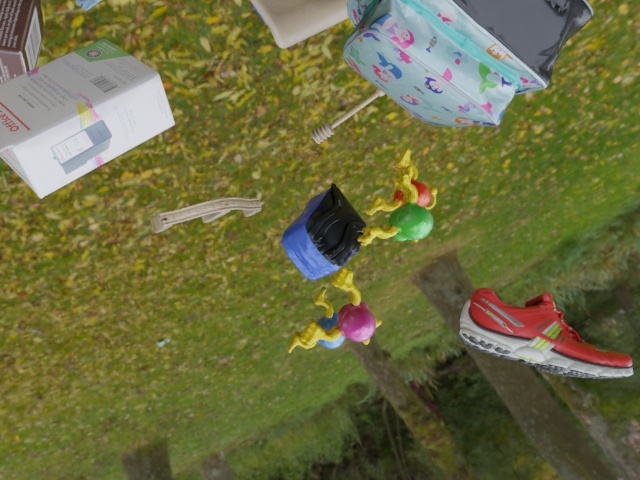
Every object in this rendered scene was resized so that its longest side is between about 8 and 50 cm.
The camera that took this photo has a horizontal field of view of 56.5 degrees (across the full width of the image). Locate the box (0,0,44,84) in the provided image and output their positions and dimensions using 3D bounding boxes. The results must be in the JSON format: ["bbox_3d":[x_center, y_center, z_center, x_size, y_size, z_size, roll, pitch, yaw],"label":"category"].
[{"bbox_3d":[-0.804,-0.439,1.248,0.382,0.191,0.143,5,150,-15],"label":"box"}]

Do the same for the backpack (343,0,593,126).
[{"bbox_3d":[0.140,-0.244,0.679,0.191,0.225,0.253,-56,-162,7],"label":"backpack"}]

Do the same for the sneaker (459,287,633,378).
[{"bbox_3d":[0.363,0.144,0.940,0.279,0.118,0.107,17,168,1],"label":"sneaker"}]

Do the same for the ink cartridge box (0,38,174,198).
[{"bbox_3d":[-0.473,-0.211,1.064,0.353,0.207,0.119,-36,144,-26],"label":"ink cartridge box"}]

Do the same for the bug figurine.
[{"bbox_3d":[0.059,0.029,0.671,0.279,0.072,0.216,-59,-179,2],"label":"bug figurine"}]

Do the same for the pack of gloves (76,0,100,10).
[{"bbox_3d":[-0.439,-0.588,1.211,0.232,0.195,0.046,-8,-177,37],"label":"pack of gloves"}]

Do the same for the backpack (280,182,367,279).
[{"bbox_3d":[0.000,0.000,0.846,0.101,0.098,0.120,-35,-166,37],"label":"backpack"}]

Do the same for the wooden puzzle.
[{"bbox_3d":[-0.069,-0.542,1.082,0.322,0.347,0.080,-38,-170,-34],"label":"wooden puzzle"}]

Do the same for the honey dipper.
[{"bbox_3d":[0.053,-0.235,1.108,0.161,0.030,0.030,-32,158,21],"label":"honey dipper"}]

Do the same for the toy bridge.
[{"bbox_3d":[-0.160,-0.046,0.909,0.188,0.026,0.063,-14,174,-43],"label":"toy bridge"}]
